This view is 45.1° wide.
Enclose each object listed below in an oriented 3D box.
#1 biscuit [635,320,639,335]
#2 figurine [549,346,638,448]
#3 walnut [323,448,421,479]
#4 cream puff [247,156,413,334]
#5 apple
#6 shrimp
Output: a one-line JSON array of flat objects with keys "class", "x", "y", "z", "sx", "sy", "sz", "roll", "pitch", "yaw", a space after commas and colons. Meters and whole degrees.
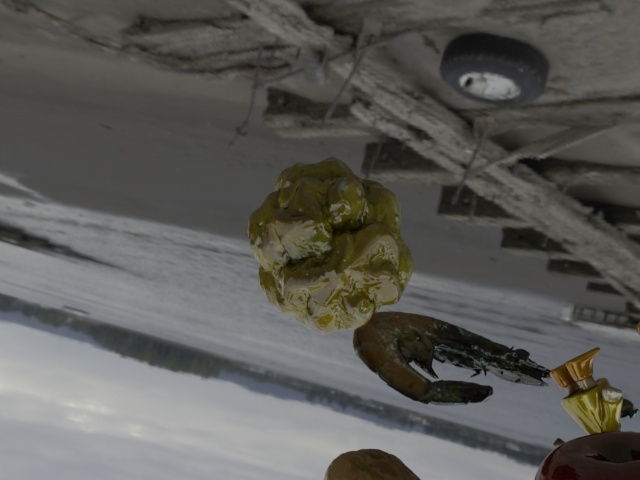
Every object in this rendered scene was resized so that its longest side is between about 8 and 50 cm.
[{"class": "biscuit", "x": 0.405, "y": 0.118, "z": 0.758, "sx": 0.184, "sy": 0.027, "sz": 0.133, "roll": -6, "pitch": -138, "yaw": -28}, {"class": "figurine", "x": 0.535, "y": 0.380, "z": 1.422, "sx": 0.187, "sy": 0.344, "sz": 0.215, "roll": -22, "pitch": 161, "yaw": 3}, {"class": "walnut", "x": 0.093, "y": 0.430, "z": 1.261, "sx": 0.165, "sy": 0.165, "sz": 0.197, "roll": 24, "pitch": -172, "yaw": -38}, {"class": "cream puff", "x": -0.001, "y": -0.001, "z": 1.363, "sx": 0.291, "sy": 0.324, "sz": 0.257, "roll": -14, "pitch": 166, "yaw": 13}, {"class": "apple", "x": 0.421, "y": 0.379, "z": 1.039, "sx": 0.260, "sy": 0.216, "sz": 0.260, "roll": -11, "pitch": -174, "yaw": 1}, {"class": "shrimp", "x": 0.282, "y": 0.258, "z": 1.605, "sx": 0.445, "sy": 0.085, "sz": 0.272, "roll": 13, "pitch": -151, "yaw": -8}]
